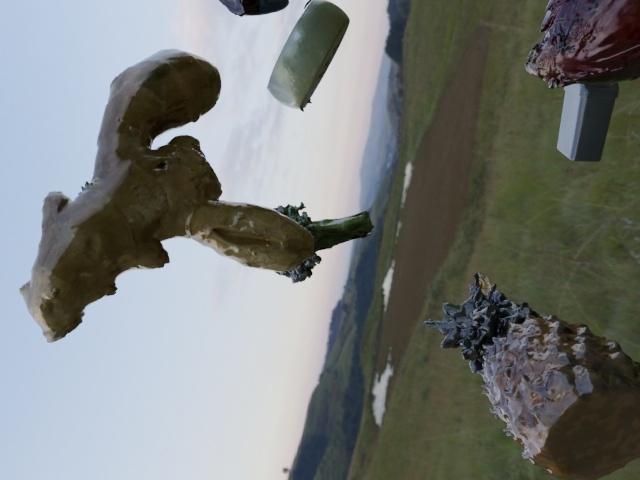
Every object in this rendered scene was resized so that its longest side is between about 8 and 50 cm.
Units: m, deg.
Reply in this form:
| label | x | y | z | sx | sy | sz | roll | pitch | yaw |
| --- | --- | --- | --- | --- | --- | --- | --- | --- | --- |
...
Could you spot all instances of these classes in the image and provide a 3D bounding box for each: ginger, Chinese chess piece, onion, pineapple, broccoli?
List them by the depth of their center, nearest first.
| label | x | y | z | sx | sy | sz | roll | pitch | yaw |
| --- | --- | --- | --- | --- | --- | --- | --- | --- | --- |
| pineapple | 0.248 | 0.135 | 0.682 | 0.340 | 0.169 | 0.169 | -119 | 37 | -67 |
| ginger | -0.226 | -0.077 | 0.690 | 0.363 | 0.348 | 0.122 | 65 | 152 | 5 |
| Chinese chess piece | -0.020 | -0.320 | 0.944 | 0.188 | 0.083 | 0.188 | -59 | 5 | 8 |
| onion | 0.509 | -0.397 | 0.957 | 0.281 | 0.221 | 0.281 | -45 | 5 | 5 |
| broccoli | -0.011 | 0.013 | 1.330 | 0.177 | 0.274 | 0.199 | 60 | 137 | 33 |

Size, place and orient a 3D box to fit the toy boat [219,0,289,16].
| label | x | y | z | sx | sy | sz | roll | pitch | yaw |
| --- | --- | --- | --- | --- | --- | --- | --- | --- | --- |
| toy boat | -0.100 | -0.337 | 0.552 | 0.097 | 0.223 | 0.100 | -43 | 24 | -25 |

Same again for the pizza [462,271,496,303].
| label | x | y | z | sx | sy | sz | roll | pitch | yaw |
| --- | --- | --- | --- | --- | --- | --- | --- | --- | --- |
| pizza | 0.414 | 0.174 | 1.346 | 0.069 | 0.154 | 0.194 | 0 | -99 | -60 |

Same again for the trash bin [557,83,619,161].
| label | x | y | z | sx | sy | sz | roll | pitch | yaw |
| --- | --- | --- | --- | --- | --- | --- | --- | --- | --- |
| trash bin | 0.732 | -0.350 | 1.499 | 0.177 | 0.101 | 0.236 | -77 | -12 | -66 |
